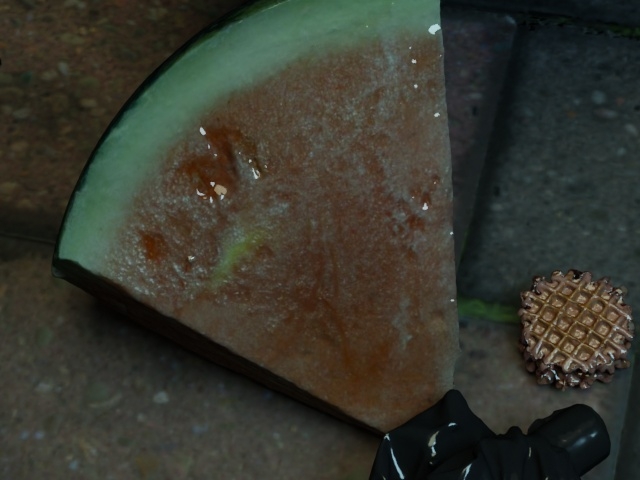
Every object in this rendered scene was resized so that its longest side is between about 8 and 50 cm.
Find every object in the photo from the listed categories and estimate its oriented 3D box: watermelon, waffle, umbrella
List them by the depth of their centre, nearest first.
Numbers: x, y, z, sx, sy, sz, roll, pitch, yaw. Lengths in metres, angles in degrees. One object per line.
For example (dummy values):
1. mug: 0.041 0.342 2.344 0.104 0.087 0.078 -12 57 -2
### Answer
1. umbrella: 0.054 0.178 1.016 0.272 0.110 0.122 -34 29 -17
2. watermelon: -0.019 -0.032 1.079 0.283 0.250 0.292 -39 59 -13
3. waffle: 0.164 0.058 1.127 0.075 0.029 0.083 -7 59 5
